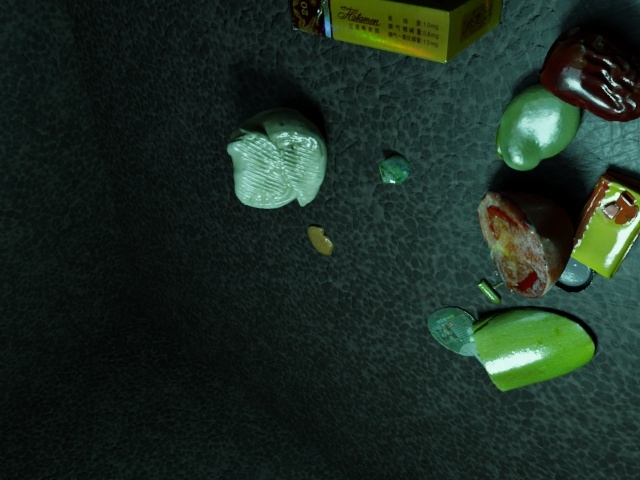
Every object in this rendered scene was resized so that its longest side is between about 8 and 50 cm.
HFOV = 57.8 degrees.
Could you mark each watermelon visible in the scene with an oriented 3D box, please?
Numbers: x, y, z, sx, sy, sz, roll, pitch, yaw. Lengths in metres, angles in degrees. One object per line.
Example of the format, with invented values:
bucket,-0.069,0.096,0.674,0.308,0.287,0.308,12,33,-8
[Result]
watermelon,0.222,-0.213,1.718,0.092,0.072,0.085,-11,107,8

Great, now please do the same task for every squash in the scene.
squash,0.514,0.158,1.762,0.083,0.027,0.027,48,144,0
squash,0.644,0.303,1.731,0.309,0.210,0.234,-29,99,25

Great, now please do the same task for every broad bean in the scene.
broad bean,0.496,-0.264,1.346,0.169,0.100,0.228,44,133,-6

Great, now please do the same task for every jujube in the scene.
jujube,0.560,-0.328,1.167,0.230,0.155,0.155,38,143,7

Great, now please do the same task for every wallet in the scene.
wallet,0.674,-0.035,1.361,0.141,0.067,0.241,34,134,27

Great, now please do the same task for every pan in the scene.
pan,0.667,0.040,1.485,0.114,0.040,0.212,34,127,20

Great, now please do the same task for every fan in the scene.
fan,0.473,0.345,1.989,0.223,0.012,0.294,1,122,46

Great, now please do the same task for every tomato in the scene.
tomato,0.530,-0.017,1.433,0.309,0.170,0.309,159,90,-80

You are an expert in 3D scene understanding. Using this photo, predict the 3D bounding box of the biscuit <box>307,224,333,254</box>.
biscuit,0.000,0.000,2.167,0.102,0.019,0.130,-9,117,51

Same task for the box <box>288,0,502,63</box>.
box,0.161,-0.532,1.303,0.415,0.264,0.116,25,140,30

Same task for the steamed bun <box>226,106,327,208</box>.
steamed bun,-0.129,-0.279,1.872,0.309,0.219,0.324,-4,133,4

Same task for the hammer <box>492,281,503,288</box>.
hammer,0.546,0.117,1.703,0.029,0.014,0.123,53,146,9
